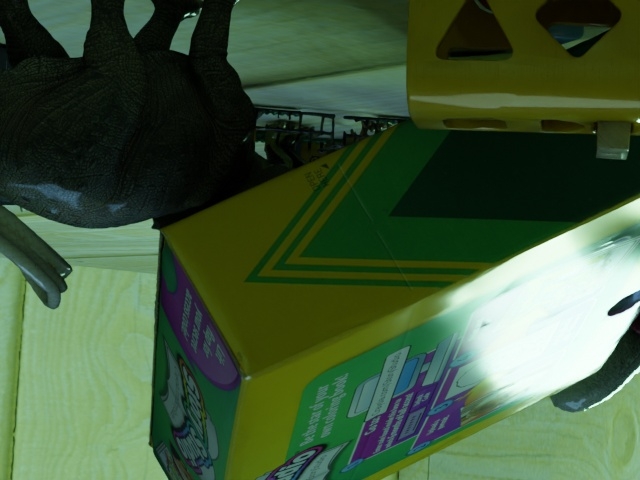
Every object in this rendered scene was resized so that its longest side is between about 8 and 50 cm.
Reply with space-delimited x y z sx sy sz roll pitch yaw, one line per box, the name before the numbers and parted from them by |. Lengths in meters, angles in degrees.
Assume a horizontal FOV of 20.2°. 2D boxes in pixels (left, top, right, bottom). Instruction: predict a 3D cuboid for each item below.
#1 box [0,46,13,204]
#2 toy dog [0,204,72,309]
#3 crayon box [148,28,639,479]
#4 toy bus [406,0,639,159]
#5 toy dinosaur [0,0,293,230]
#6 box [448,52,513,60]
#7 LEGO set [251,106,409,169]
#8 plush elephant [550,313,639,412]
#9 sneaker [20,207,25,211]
box | -0.312 -0.086 1.205 0.153 0.108 0.207 1 174 31
toy dog | -0.291 -0.028 0.917 0.220 0.161 0.334 40 174 26
crayon box | 0.057 0.041 1.091 0.313 0.106 0.363 -23 160 -16
toy bus | 0.135 -0.093 0.853 0.191 0.104 0.202 6 175 -35
toy dinosaur | -0.113 -0.068 0.982 0.121 0.160 0.313 -2 174 44
box | 0.155 -0.068 1.253 0.058 0.087 0.232 3 177 32
LEGO set | 0.000 0.000 1.510 0.331 0.192 0.255 4 175 -16
plush elephant | 0.295 0.058 1.446 0.255 0.330 0.272 -8 129 43
sneaker | -0.246 -0.058 1.739 0.086 0.064 0.192 9 171 -6
